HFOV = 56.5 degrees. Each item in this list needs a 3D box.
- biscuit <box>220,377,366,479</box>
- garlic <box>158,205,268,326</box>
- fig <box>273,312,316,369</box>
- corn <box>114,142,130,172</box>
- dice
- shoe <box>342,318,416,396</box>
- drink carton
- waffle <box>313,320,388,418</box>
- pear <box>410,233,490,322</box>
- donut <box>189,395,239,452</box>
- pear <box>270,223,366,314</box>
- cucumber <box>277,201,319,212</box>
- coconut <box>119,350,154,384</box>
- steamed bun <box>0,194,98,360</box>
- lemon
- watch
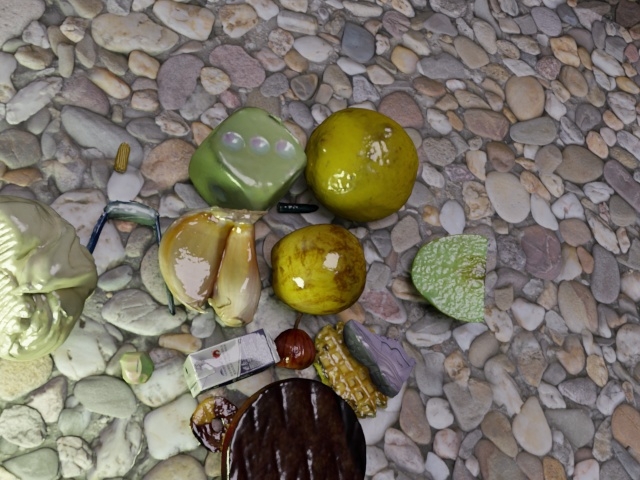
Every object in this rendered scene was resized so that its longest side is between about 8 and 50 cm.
[{"bbox_3d":[-0.065,0.557,1.516,0.408,0.091,0.406,9,72,-30],"label":"biscuit"},{"bbox_3d":[-0.269,0.063,1.584,0.286,0.250,0.312,6,92,-49],"label":"garlic"},{"bbox_3d":[-0.079,0.288,1.619,0.128,0.128,0.150,-27,101,-29],"label":"fig"},{"bbox_3d":[-0.565,-0.236,1.697,0.037,0.037,0.092,13,66,-17],"label":"corn"},{"bbox_3d":[-0.208,-0.209,1.706,0.252,0.254,0.249,43,63,-2],"label":"dice"},{"bbox_3d":[0.170,0.307,1.675,0.138,0.095,0.245,-39,94,-35],"label":"shoe"},{"bbox_3d":[-0.236,0.317,1.545,0.223,0.134,0.101,-16,76,-26],"label":"drink carton"},{"bbox_3d":[0.100,0.365,1.701,0.281,0.060,0.262,21,60,-16],"label":"waffle"},{"bbox_3d":[0.398,0.123,1.887,0.240,0.139,0.287,9,69,-2],"label":"pear"},{"bbox_3d":[-0.266,0.469,1.513,0.141,0.059,0.140,8,66,-18],"label":"donut"},{"bbox_3d":[-0.006,0.083,1.656,0.281,0.281,0.280,8,66,-19],"label":"pear"},{"bbox_3d":[-0.067,-0.101,1.844,0.133,0.032,0.032,1,69,-23],"label":"cucumber"},{"bbox_3d":[-0.456,0.319,1.490,0.081,0.082,0.083,2,23,5],"label":"coconut"},{"bbox_3d":[-0.673,0.070,1.389,0.352,0.339,0.247,45,23,12],"label":"steamed bun"},{"bbox_3d":[0.132,-0.223,1.805,0.387,0.350,0.349,24,57,-48],"label":"lemon"},{"bbox_3d":[-0.485,0.038,1.598,0.277,0.068,0.274,18,63,-15],"label":"watch"}]
